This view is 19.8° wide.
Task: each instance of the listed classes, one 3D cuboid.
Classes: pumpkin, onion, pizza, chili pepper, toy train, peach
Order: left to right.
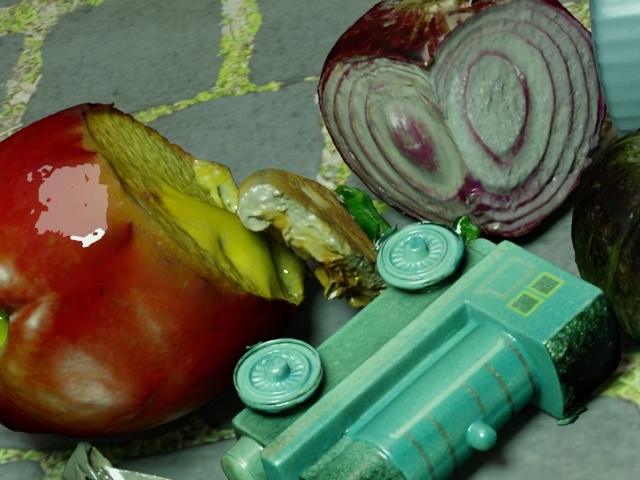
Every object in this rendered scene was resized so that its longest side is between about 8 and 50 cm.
[{"bbox_3d":[-0.143,0.017,1.483,0.338,0.281,0.281,-23,33,-38],"label":"peach"},{"bbox_3d":[0.000,0.000,1.515,0.062,0.161,0.182,-52,4,8],"label":"pizza"},{"bbox_3d":[0.065,0.001,1.570,0.182,0.050,0.073,17,86,47],"label":"chili pepper"},{"bbox_3d":[0.072,0.112,1.400,0.298,0.120,0.194,-39,47,-24],"label":"toy train"},{"bbox_3d":[0.124,-0.135,1.609,0.206,0.216,0.207,-37,33,-28],"label":"onion"},{"bbox_3d":[0.311,-0.014,1.414,0.238,0.159,0.238,-15,33,10],"label":"pumpkin"}]

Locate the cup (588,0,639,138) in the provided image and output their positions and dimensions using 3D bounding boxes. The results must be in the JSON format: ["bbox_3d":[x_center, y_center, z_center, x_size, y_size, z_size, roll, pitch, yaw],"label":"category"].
[{"bbox_3d":[0.386,-0.207,1.505,0.311,0.331,0.256,-4,83,22],"label":"cup"}]

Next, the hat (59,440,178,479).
[{"bbox_3d":[-0.149,0.241,1.383,0.175,0.085,0.147,16,33,7],"label":"hat"}]
